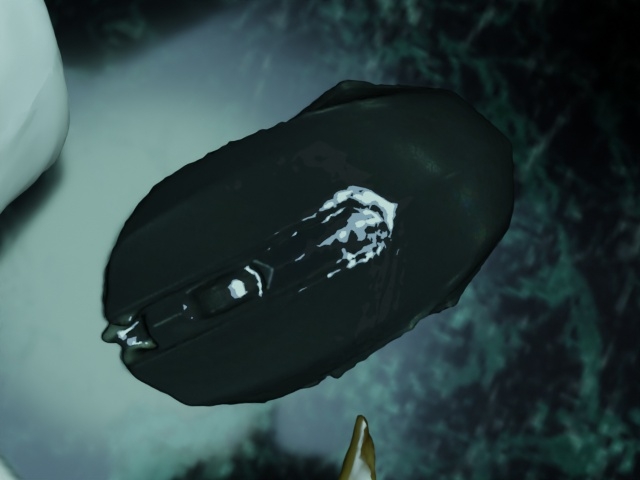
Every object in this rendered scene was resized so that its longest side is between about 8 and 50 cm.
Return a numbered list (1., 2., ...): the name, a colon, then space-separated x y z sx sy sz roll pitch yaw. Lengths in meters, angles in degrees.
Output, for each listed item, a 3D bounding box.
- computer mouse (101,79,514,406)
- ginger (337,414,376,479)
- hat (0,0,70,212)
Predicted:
1. computer mouse: 0.000 0.000 0.403 0.172 0.057 0.099 -27 95 -10
2. ginger: 0.094 0.161 0.359 0.418 0.176 0.254 -19 97 -8
3. hat: -0.157 -0.044 0.323 0.203 0.203 0.126 48 61 -7
